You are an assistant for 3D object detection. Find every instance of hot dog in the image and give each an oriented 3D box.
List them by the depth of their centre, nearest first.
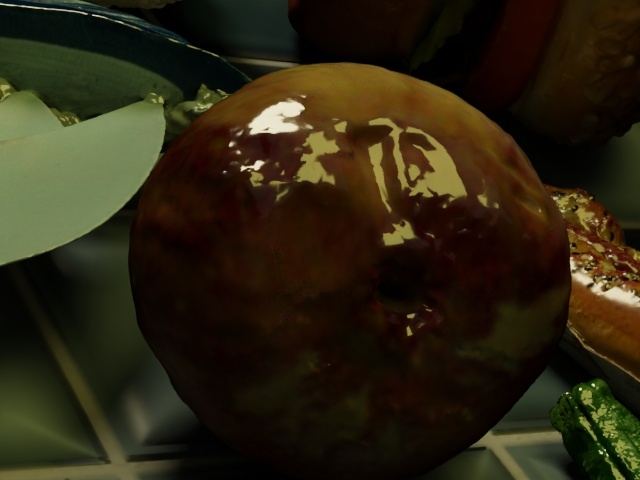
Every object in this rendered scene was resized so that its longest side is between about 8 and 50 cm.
[{"bbox_3d":[0.140,0.026,0.716,0.108,0.059,0.191,-1,32,-47],"label":"hot dog"}]

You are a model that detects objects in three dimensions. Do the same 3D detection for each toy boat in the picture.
[{"bbox_3d":[-0.160,-0.046,0.606,0.210,0.070,0.291,12,25,19],"label":"toy boat"}]

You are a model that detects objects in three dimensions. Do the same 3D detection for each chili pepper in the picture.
[{"bbox_3d":[0.120,0.104,0.591,0.055,0.035,0.118,5,39,-2],"label":"chili pepper"}]

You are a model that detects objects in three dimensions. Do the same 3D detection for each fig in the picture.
[{"bbox_3d":[0.005,-0.011,0.592,0.160,0.143,0.231,10,30,-12],"label":"fig"}]

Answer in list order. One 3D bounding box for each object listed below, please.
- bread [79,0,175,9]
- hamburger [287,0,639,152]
[{"bbox_3d":[-0.177,-0.180,0.832,0.316,0.054,0.316,13,18,-4],"label":"bread"},{"bbox_3d":[0.132,-0.223,0.883,0.250,0.330,0.330,20,28,-6],"label":"hamburger"}]
